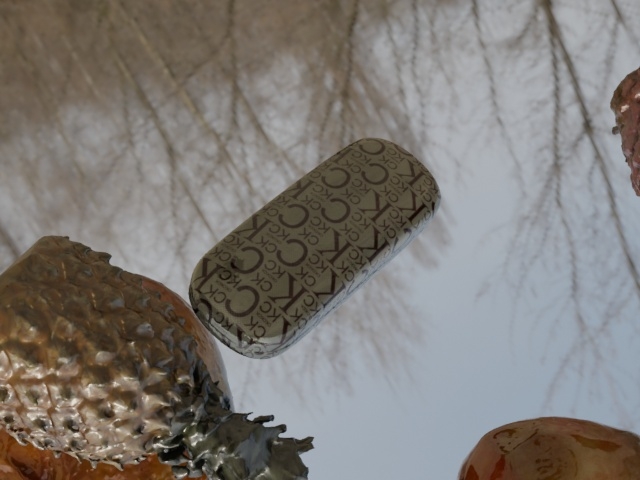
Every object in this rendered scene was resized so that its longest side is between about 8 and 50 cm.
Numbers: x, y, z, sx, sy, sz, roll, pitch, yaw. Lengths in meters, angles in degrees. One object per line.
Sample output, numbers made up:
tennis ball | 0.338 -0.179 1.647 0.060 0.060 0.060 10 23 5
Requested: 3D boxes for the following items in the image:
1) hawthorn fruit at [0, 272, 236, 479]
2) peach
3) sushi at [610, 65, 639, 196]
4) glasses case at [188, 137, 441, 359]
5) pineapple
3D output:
hawthorn fruit | -0.320 0.281 1.656 0.472 0.471 0.472 -28 -166 8
peach | 0.277 0.300 1.411 0.236 0.214 0.214 -23 -165 7
sushi | 0.487 -0.137 1.465 0.270 0.236 0.171 -5 -149 -4
glasses case | 0.000 0.000 1.404 0.355 0.137 0.085 -39 164 -37
pineapple | -0.172 0.148 1.216 0.202 0.362 0.202 -60 -176 6
